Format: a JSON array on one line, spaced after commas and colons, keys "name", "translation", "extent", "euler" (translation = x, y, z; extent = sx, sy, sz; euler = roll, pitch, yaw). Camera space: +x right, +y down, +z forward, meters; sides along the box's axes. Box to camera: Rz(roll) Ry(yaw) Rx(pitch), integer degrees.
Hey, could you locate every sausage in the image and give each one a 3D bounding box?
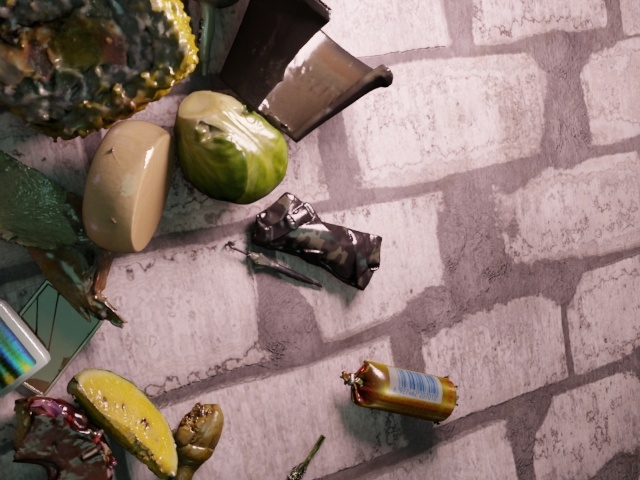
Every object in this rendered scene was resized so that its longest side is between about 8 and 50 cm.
[{"name": "sausage", "translation": [0.186, 0.380, 1.803], "extent": [0.317, 0.117, 0.125], "euler": [16, 108, -24]}]

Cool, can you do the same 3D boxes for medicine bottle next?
[{"name": "medicine bottle", "translation": [-0.644, 0.181, 1.387], "extent": [0.121, 0.083, 0.229], "euler": [-37, 99, -9]}]

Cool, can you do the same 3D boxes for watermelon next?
[{"name": "watermelon", "translation": [-0.412, 0.374, 1.494], "extent": [0.123, 0.129, 0.301], "euler": [-44, 107, -11]}]

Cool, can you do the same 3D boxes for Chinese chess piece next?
[{"name": "Chinese chess piece", "translation": [-0.376, -0.107, 1.417], "extent": [0.102, 0.273, 0.273], "euler": [15, 85, 0]}]

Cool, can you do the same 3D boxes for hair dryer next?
[{"name": "hair dryer", "translation": [-0.276, -0.495, 1.519], "extent": [0.219, 0.088, 0.225], "euler": [25, 84, -56]}]

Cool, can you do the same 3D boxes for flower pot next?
[{"name": "flower pot", "translation": [-0.062, -0.382, 1.557], "extent": [0.379, 0.379, 0.251], "euler": [36, 98, -23]}]

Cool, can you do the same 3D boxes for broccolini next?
[{"name": "broccolini", "translation": [-0.035, 0.535, 1.752], "extent": [0.035, 0.030, 0.140], "euler": [30, 71, 12]}]

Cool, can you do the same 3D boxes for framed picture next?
[{"name": "framed picture", "translation": [-0.568, 0.203, 1.474], "extent": [0.150, 0.015, 0.203], "euler": [40, 76, -22]}]

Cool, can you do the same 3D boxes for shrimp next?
[{"name": "shrimp", "translation": [-0.483, 0.041, 1.475], "extent": [0.168, 0.077, 0.317], "euler": [-37, 102, -20]}]

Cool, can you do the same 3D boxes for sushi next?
[{"name": "sushi", "translation": [-0.450, -0.388, 1.319], "extent": [0.396, 0.240, 0.351], "euler": [-26, 114, 8]}]

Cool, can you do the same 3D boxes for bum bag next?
[{"name": "bum bag", "translation": [0.000, 0.000, 1.703], "extent": [0.340, 0.095, 0.144], "euler": [24, 89, -19]}]

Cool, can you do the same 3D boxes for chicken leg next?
[{"name": "chicken leg", "translation": [-0.292, 0.466, 1.592], "extent": [0.103, 0.088, 0.228], "euler": [29, 86, -34]}]

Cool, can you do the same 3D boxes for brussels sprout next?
[{"name": "brussels sprout", "translation": [-0.201, -0.201, 1.517], "extent": [0.210, 0.219, 0.271], "euler": [-47, 138, -15]}]

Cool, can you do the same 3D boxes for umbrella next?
[{"name": "umbrella", "translation": [-0.105, 0.068, 1.684], "extent": [0.269, 0.044, 0.044], "euler": [27, 111, -24]}]

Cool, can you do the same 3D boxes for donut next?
[{"name": "donut", "translation": [-0.555, 0.490, 1.428], "extent": [0.259, 0.136, 0.345], "euler": [31, 81, -24]}]

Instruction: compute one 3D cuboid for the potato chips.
[{"name": "potato chips", "translation": [-0.580, -0.073, 1.399], "extent": [0.167, 0.059, 0.228], "euler": [-16, 75, -20]}]
